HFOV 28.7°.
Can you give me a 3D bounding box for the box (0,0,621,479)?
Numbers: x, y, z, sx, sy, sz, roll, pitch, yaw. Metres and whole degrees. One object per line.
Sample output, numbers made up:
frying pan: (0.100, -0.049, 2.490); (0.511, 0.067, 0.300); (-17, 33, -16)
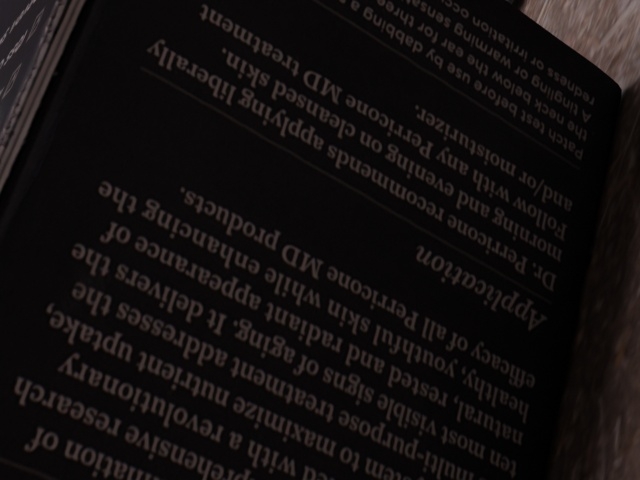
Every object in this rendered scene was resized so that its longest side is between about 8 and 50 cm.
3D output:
box: (-0.136, 0.113, 0.681); (0.480, 0.297, 0.472); (-24, 42, 55)
